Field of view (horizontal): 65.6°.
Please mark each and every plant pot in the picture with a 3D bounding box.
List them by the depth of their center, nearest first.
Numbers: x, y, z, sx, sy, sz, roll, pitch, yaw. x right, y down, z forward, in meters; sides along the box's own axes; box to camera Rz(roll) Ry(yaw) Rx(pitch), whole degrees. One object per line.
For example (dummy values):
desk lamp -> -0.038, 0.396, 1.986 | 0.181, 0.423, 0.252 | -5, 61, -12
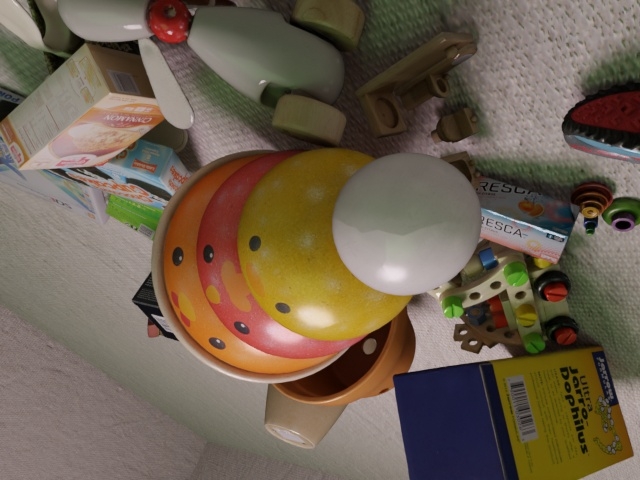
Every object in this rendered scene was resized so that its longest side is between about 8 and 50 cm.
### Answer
plant pot -> 0.055, 0.180, 0.955 | 0.291, 0.290, 0.203 | -3, 154, 35
plant pot -> -0.023, 0.348, 1.212 | 0.257, 0.274, 0.256 | 17, 146, 12

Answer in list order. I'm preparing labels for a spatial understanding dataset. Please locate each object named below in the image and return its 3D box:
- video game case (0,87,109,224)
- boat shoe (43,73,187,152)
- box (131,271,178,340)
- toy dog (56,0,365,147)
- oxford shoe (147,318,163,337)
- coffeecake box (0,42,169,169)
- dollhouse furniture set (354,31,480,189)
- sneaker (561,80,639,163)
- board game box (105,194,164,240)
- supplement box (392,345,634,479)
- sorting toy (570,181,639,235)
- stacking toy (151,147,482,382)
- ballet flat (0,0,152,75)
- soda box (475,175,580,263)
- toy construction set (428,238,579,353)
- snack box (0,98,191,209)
video game case -> -0.623, -0.187, 1.069 | 0.300, 0.036, 0.329 | 23, 146, 3
boat shoe -> -0.331, -0.214, 0.832 | 0.233, 0.084, 0.079 | 22, -175, -8
box -> -0.285, 0.099, 1.094 | 0.108, 0.207, 0.153 | 8, 142, 24
toy dog -> -0.104, -0.223, 0.586 | 0.334, 0.220, 0.161 | 36, 177, -4
oxford shoe -> -0.411, 0.172, 1.392 | 0.130, 0.122, 0.348 | 5, 150, -18
coffeecake box -> -0.296, -0.167, 0.654 | 0.186, 0.142, 0.068 | -27, 90, 25
dollhouse furniture set -> 0.152, -0.130, 0.559 | 0.123, 0.144, 0.151 | -22, 88, 48
sneaker -> 0.385, -0.081, 0.517 | 0.262, 0.104, 0.125 | 13, 147, 17
board game box -> -0.376, -0.088, 1.050 | 0.124, 0.039, 0.259 | 33, 148, -13
supplement box -> 0.331, 0.301, 0.850 | 0.357, 0.195, 0.194 | 3, 160, -35
sorting toy -> 0.370, -0.032, 0.647 | 0.102, 0.042, 0.061 | 28, 146, -5
stacking toy -> 0.000, 0.000, 0.567 | 0.351, 0.350, 0.480 | 33, 160, -13
ballet flat -> -0.308, -0.353, 0.501 | 0.164, 0.182, 0.482 | 27, 148, 18
soda box -> 0.244, -0.038, 0.676 | 0.183, 0.058, 0.063 | 23, 149, 23
toy construction set -> 0.275, 0.098, 0.789 | 0.215, 0.151, 0.327 | -19, 140, 15
snack box -> -0.377, -0.134, 0.860 | 0.322, 0.060, 0.187 | 17, 165, 9
